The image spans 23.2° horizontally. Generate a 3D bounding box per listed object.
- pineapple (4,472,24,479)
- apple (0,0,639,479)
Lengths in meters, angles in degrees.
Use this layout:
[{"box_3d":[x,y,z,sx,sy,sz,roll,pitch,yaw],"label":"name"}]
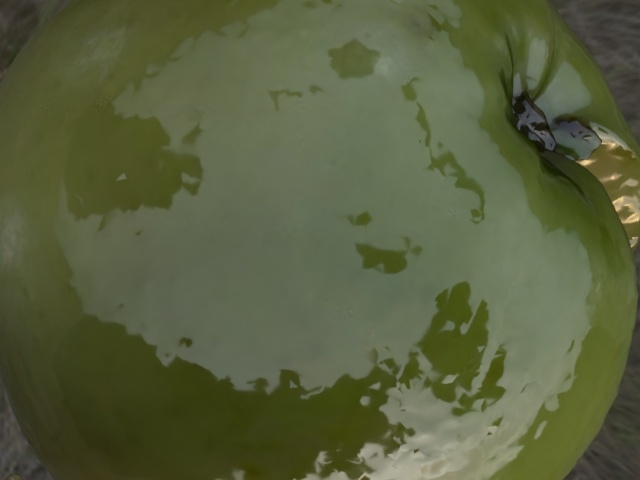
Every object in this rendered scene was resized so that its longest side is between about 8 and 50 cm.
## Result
[{"box_3d":[-0.061,0.155,0.493,0.340,0.169,0.169,7,93,16],"label":"pineapple"},{"box_3d":[0.000,0.000,0.661,0.254,0.292,0.292,-29,102,29],"label":"apple"}]
